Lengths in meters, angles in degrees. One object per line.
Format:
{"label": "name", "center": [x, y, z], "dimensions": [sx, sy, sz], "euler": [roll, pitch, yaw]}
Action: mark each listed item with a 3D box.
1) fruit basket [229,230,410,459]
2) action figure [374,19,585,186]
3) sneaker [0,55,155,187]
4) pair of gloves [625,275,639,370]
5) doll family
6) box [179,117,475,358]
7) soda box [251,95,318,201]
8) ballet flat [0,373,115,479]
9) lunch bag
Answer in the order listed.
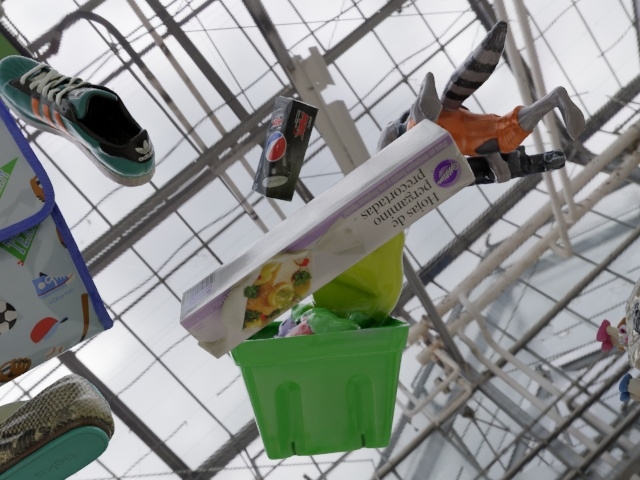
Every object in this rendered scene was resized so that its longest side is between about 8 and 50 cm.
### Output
{"label": "fruit basket", "center": [0.007, 0.114, 0.860], "dimensions": [0.282, 0.392, 0.393], "euler": [-5, -63, -4]}
{"label": "action figure", "center": [0.214, -0.160, 0.764], "dimensions": [0.341, 0.330, 0.179], "euler": [-11, -90, -13]}
{"label": "sneaker", "center": [-0.383, -0.215, 0.847], "dimensions": [0.302, 0.121, 0.108], "euler": [35, -125, 0]}
{"label": "pair of gloves", "center": [0.202, 0.016, 0.259], "dimensions": [0.240, 0.042, 0.204], "euler": [-44, -40, -57]}
{"label": "doll family", "center": [0.519, 0.173, 0.765], "dimensions": [0.118, 0.163, 0.263], "euler": [-53, -52, -15]}
{"label": "box", "center": [0.000, 0.000, 0.551], "dimensions": [0.324, 0.067, 0.063], "euler": [-36, -63, 5]}
{"label": "soda box", "center": [-0.062, -0.155, 0.920], "dimensions": [0.060, 0.053, 0.169], "euler": [8, -77, -40]}
{"label": "ballet flat", "center": [-0.556, 0.385, 0.832], "dimensions": [0.482, 0.182, 0.164], "euler": [-36, -42, -18]}
{"label": "lunch bag", "center": [-0.528, 0.026, 0.752], "dimensions": [0.327, 0.238, 0.386], "euler": [-30, -59, -33]}
